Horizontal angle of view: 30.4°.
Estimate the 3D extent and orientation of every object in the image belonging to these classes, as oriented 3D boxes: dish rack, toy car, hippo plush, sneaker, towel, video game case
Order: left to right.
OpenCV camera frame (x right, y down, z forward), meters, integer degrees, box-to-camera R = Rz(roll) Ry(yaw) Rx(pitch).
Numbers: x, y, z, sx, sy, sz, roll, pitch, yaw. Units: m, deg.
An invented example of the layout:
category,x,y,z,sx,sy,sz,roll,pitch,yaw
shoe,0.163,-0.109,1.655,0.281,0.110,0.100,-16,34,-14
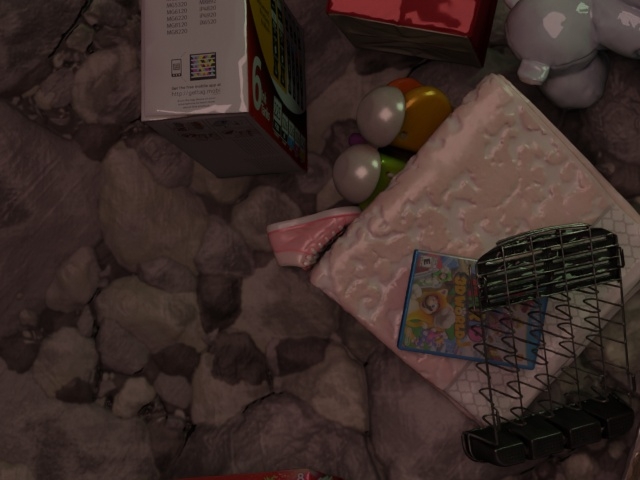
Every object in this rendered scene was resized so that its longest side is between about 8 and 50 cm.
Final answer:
category,x,y,z,sx,sy,sz,roll,pitch,yaw
sneaker,0.000,0.000,1.513,0.134,0.051,0.070,-14,81,12
toy car,0.091,-0.117,1.472,0.136,0.159,0.182,43,115,54
video game case,0.181,0.082,1.379,0.166,0.015,0.119,9,95,-7
towel,0.207,0.024,1.409,0.317,0.053,0.332,42,91,-8
dish rack,0.259,0.117,1.346,0.208,0.074,0.272,-12,102,-19
hippo plush,0.345,-0.235,1.375,0.236,0.294,0.234,-23,56,15

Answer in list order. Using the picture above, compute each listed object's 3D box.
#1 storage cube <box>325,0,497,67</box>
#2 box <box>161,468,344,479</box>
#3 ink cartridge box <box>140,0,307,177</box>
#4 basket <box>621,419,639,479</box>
category,x,y,z,sx,sy,sz,roll,pitch,yaw
storage cube,0.127,-0.339,1.459,0.183,0.215,0.193,12,90,12
box,-0.105,0.348,1.417,0.256,0.128,0.123,-9,71,19
ink cartridge box,-0.111,-0.241,1.437,0.130,0.309,0.272,-4,81,11
basket,0.508,0.243,1.262,0.331,0.266,0.328,18,86,16
